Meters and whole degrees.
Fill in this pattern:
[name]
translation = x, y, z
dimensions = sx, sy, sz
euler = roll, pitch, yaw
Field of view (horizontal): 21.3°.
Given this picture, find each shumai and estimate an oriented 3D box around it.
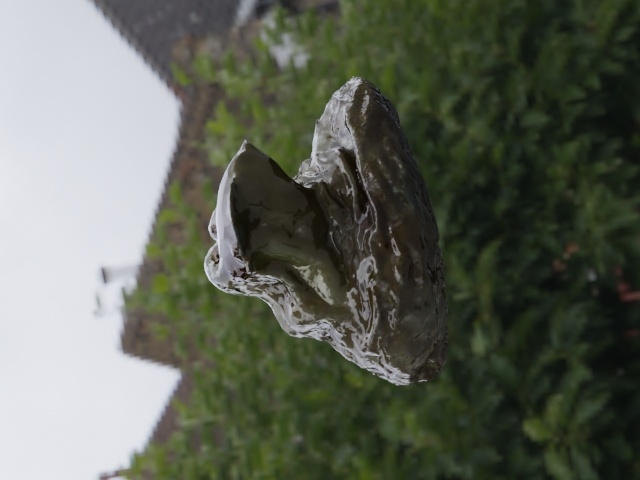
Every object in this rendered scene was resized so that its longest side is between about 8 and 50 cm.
[shumai]
translation = 0.000, 0.000, 1.115
dimensions = 0.161, 0.153, 0.209
euler = 139, 120, -73
